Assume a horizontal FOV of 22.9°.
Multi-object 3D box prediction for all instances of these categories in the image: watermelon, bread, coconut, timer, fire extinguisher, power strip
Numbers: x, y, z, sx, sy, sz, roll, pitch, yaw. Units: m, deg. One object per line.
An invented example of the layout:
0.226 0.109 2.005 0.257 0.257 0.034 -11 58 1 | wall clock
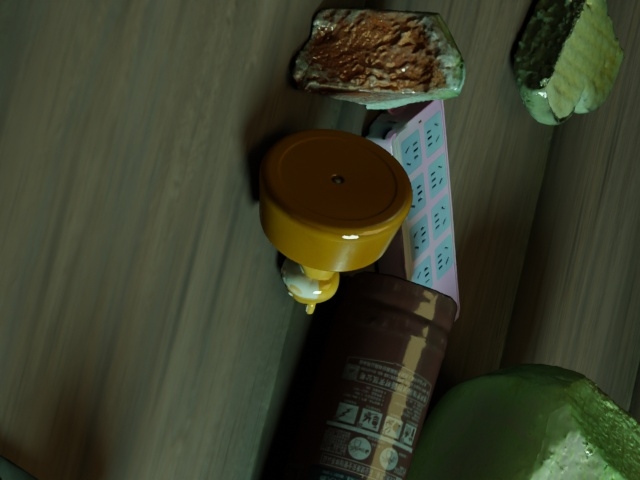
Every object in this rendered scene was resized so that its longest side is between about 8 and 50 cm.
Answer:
0.037 -0.169 1.441 0.158 0.121 0.098 -5 88 -14 | watermelon
0.281 -0.223 1.812 0.232 0.064 0.172 -26 120 -56 | bread
0.212 0.300 1.640 0.328 0.281 0.328 -4 95 -55 | coconut
0.000 0.000 1.379 0.132 0.132 0.152 -47 161 -43 | timer
0.019 0.198 1.457 0.135 0.114 0.337 21 76 -15 | fire extinguisher
0.094 -0.014 1.585 0.109 0.037 0.279 -42 133 -47 | power strip

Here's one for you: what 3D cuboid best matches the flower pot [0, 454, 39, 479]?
-0.171 0.328 1.013 0.251 0.379 0.379 -51 144 -7 | flower pot
